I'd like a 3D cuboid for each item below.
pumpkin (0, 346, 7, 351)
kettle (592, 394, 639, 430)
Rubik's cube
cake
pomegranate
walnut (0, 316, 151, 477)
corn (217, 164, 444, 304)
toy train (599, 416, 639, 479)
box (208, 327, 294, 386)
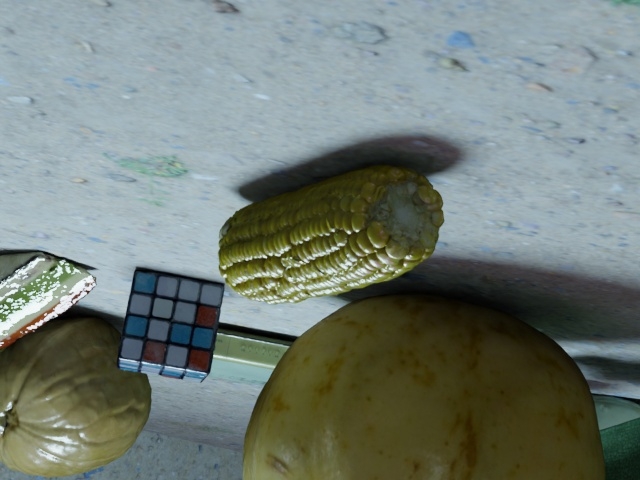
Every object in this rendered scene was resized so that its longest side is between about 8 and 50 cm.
[{"bbox_3d":[-0.427,0.095,1.506,0.119,0.107,0.183,-7,161,36],"label":"pumpkin"},{"bbox_3d":[0.337,0.376,1.726,0.361,0.250,0.377,-29,160,9],"label":"kettle"},{"bbox_3d":[-0.152,0.088,1.299,0.092,0.092,0.092,11,166,-7],"label":"Rubik's cube"},{"bbox_3d":[-0.341,0.077,1.338,0.220,0.116,0.086,-1,157,41],"label":"cake"},{"bbox_3d":[0.078,0.214,1.149,0.343,0.342,0.342,9,167,2],"label":"pomegranate"},{"bbox_3d":[-0.323,0.193,1.626,0.228,0.228,0.228,9,167,2],"label":"walnut"},{"bbox_3d":[0.000,0.000,0.859,0.080,0.080,0.238,16,167,-27],"label":"corn"},{"bbox_3d":[0.312,0.280,1.242,0.179,0.272,0.442,22,149,-24],"label":"toy train"},{"bbox_3d":[-0.068,0.151,1.608,0.270,0.045,0.211,10,167,-5],"label":"box"}]
